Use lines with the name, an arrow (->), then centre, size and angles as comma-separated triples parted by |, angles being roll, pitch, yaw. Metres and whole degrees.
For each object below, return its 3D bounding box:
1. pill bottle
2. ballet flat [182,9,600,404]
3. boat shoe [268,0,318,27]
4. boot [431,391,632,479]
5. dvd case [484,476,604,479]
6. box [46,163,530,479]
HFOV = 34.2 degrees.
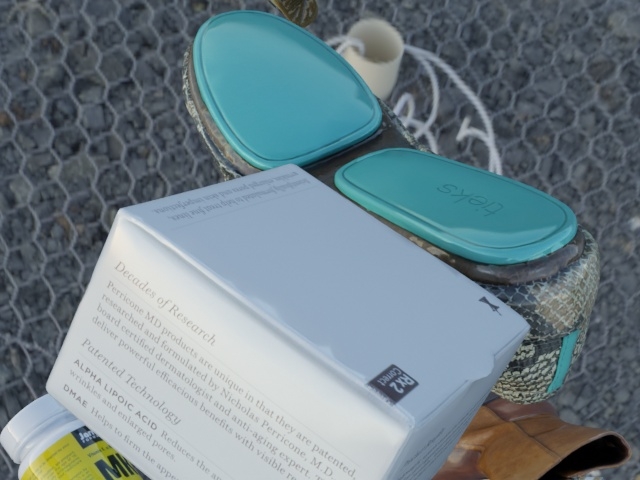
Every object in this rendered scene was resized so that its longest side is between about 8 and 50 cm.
pill bottle -> -0.293, 0.294, 1.273 | 0.119, 0.119, 0.208 | -36, 73, -23
ballet flat -> 0.026, -0.026, 0.845 | 0.164, 0.182, 0.483 | -23, 40, -25
boat shoe -> -0.061, -0.315, 1.230 | 0.056, 0.152, 0.049 | -43, 36, -9
boot -> 0.182, 0.268, 1.178 | 0.264, 0.280, 0.096 | -20, 97, -7
dvd case -> 0.300, 0.402, 1.425 | 0.018, 0.221, 0.164 | -25, 102, -52
box -> -0.011, 0.062, 0.563 | 0.182, 0.119, 0.181 | 35, 24, 17
